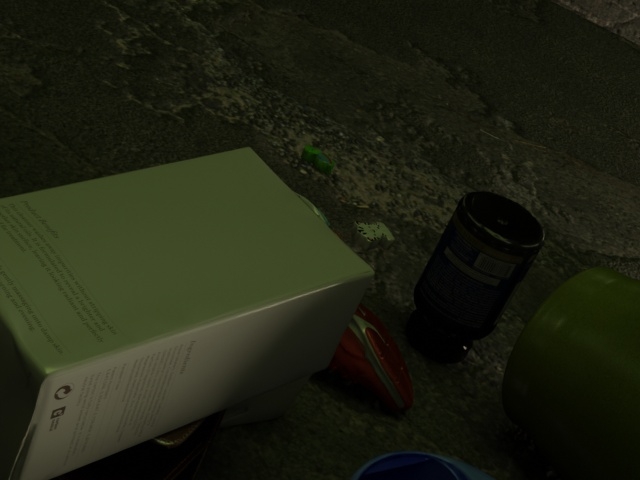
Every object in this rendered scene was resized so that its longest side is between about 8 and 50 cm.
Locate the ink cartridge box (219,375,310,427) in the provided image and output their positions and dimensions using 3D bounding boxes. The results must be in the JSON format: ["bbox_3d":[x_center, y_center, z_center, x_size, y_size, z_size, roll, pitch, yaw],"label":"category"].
[{"bbox_3d":[-0.153,0.069,1.424,0.207,0.117,0.283,-3,51,-38],"label":"ink cartridge box"}]

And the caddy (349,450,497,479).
[{"bbox_3d":[0.103,0.344,1.176,0.241,0.179,0.341,29,31,5],"label":"caddy"}]

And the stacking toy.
[{"bbox_3d":[0.000,0.000,1.633,0.052,0.167,0.221,-1,40,-36],"label":"stacking toy"}]

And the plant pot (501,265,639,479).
[{"bbox_3d":[0.420,0.211,1.479,0.366,0.367,0.353,-9,34,-43],"label":"plant pot"}]

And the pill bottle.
[{"bbox_3d":[0.198,0.054,1.638,0.122,0.219,0.123,18,31,-12],"label":"pill bottle"}]

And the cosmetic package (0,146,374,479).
[{"bbox_3d":[-0.164,0.056,1.159,0.385,0.156,0.217,-13,49,-42],"label":"cosmetic package"}]

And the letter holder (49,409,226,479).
[{"bbox_3d":[-0.279,0.165,1.208,0.301,0.152,0.214,32,34,12],"label":"letter holder"}]

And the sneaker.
[{"bbox_3d":[0.015,0.138,1.533,0.221,0.128,0.087,57,17,-7],"label":"sneaker"}]
